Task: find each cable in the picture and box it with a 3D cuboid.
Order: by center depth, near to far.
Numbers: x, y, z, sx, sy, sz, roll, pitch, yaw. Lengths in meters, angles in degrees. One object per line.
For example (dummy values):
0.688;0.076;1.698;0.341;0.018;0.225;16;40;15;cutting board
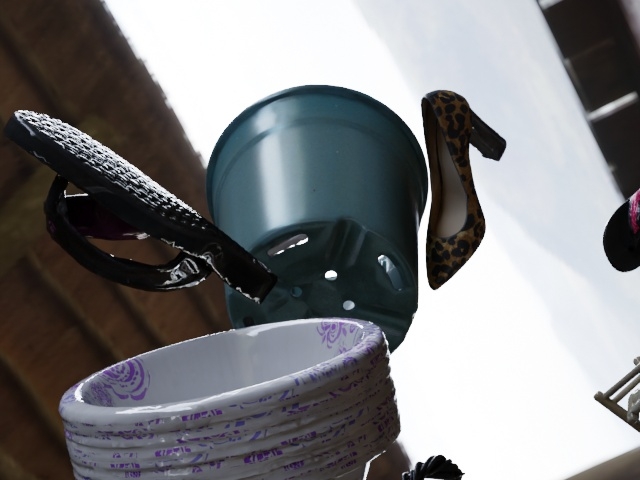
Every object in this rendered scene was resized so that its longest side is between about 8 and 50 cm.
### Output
0.174;0.420;2.058;0.184;0.047;0.150;-33;-62;-41;cable

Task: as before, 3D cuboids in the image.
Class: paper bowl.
-0.071;0.171;1.089;0.284;0.284;0.148;-57;-43;-79;paper bowl

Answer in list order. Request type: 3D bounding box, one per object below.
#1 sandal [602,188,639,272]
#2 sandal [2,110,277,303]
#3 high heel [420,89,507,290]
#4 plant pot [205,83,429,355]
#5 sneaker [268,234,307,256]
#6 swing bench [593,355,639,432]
0.411;-0.041;1.571;0.067;0.179;0.040;37;170;1;sandal
-0.183;0.000;1.328;0.167;0.107;0.446;38;180;32;sandal
0.162;-0.075;1.790;0.186;0.093;0.261;33;-107;-43;high heel
0.000;0.000;1.783;0.341;0.341;0.334;59;-167;-26;plant pot
-0.088;-0.042;2.356;0.115;0.281;0.105;44;-172;-29;sneaker
0.652;0.265;2.137;0.165;0.253;0.254;-29;-107;-43;swing bench
